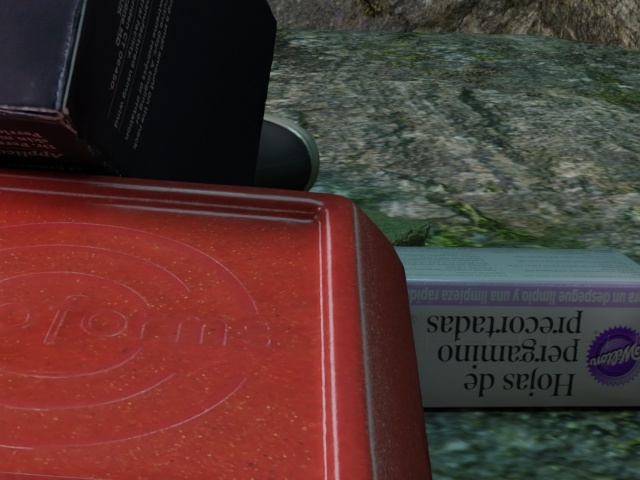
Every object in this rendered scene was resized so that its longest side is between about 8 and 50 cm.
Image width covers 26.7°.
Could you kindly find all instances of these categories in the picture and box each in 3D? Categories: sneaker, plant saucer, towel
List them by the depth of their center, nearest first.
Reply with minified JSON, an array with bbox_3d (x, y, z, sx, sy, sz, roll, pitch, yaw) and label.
[{"bbox_3d":[-0.088,0.040,0.462,0.259,0.047,0.259,5,27,-3],"label":"plant saucer"},{"bbox_3d":[0.000,0.000,0.864,0.110,0.027,0.148,10,13,24],"label":"towel"},{"bbox_3d":[-0.122,-0.075,1.036,0.222,0.083,0.118,12,16,29],"label":"sneaker"}]

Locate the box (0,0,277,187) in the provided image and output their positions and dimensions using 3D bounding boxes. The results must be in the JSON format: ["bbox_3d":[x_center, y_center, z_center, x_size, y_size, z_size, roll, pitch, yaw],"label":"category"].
[{"bbox_3d":[-0.224,-0.105,0.679,0.343,0.178,0.312,6,-14,9],"label":"box"}]

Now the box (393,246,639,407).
[{"bbox_3d":[-0.008,0.038,0.612,0.324,0.063,0.067,1,15,-11],"label":"box"}]
